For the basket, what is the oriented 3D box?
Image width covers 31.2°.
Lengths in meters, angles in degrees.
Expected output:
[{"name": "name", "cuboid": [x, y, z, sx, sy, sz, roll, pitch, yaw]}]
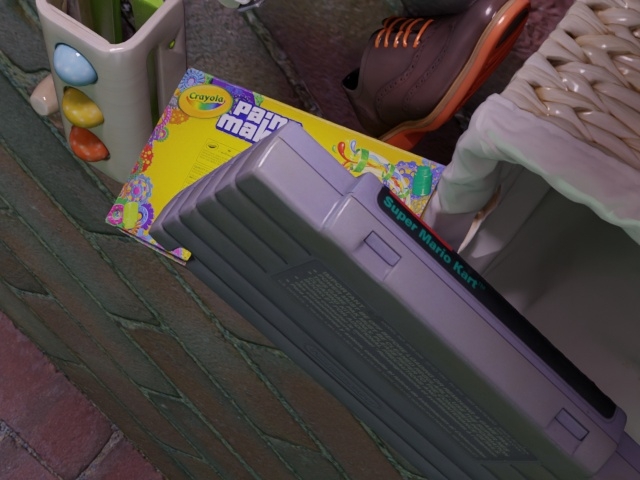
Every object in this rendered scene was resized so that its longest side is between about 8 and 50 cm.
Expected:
[{"name": "basket", "cuboid": [0.265, 0.003, 0.792, 0.331, 0.266, 0.328, 34, 155, 11]}]

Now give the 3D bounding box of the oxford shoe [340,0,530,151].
[{"name": "oxford shoe", "cuboid": [0.084, -0.150, 0.974, 0.098, 0.097, 0.271, 44, 155, -3]}]

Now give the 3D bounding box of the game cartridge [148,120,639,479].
[{"name": "game cartridge", "cuboid": [0.056, 0.072, 0.808, 0.355, 0.068, 0.230, 43, 152, -13]}]

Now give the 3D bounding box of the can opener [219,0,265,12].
[{"name": "can opener", "cuboid": [-0.001, -0.253, 0.938, 0.280, 0.093, 0.074, -4, 130, 44]}]

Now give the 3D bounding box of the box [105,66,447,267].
[{"name": "box", "cuboid": [0.000, 0.000, 1.142, 0.290, 0.177, 0.279, 24, 173, 26]}]

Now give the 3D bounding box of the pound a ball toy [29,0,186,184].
[{"name": "pound a ball toy", "cuboid": [-0.275, -0.191, 1.328, 0.208, 0.135, 0.319, 33, 154, 11]}]
